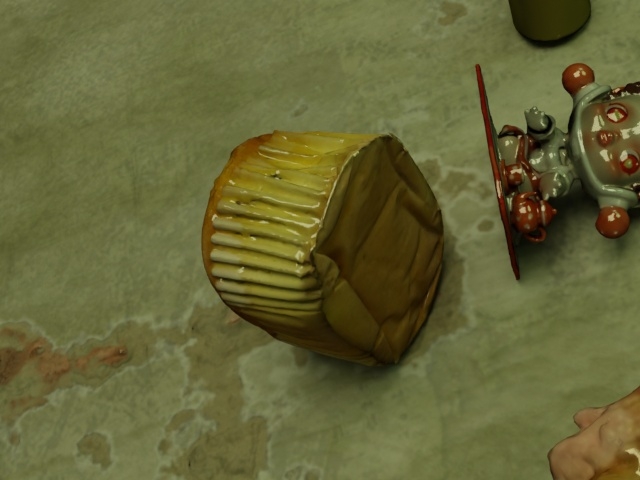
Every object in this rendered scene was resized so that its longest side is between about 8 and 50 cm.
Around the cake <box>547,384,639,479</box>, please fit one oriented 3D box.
[{"bbox_3d":[0.358,0.234,0.903,0.314,0.307,0.293,-28,50,6],"label":"cake"}]

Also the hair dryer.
[{"bbox_3d":[0.265,-0.372,1.435,0.090,0.135,0.278,-3,50,22],"label":"hair dryer"}]

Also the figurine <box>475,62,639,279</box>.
[{"bbox_3d":[0.285,-0.086,1.239,0.226,0.160,0.183,-10,58,9],"label":"figurine"}]

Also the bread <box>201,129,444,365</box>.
[{"bbox_3d":[0.000,0.000,1.212,0.156,0.288,0.204,15,79,28],"label":"bread"}]
